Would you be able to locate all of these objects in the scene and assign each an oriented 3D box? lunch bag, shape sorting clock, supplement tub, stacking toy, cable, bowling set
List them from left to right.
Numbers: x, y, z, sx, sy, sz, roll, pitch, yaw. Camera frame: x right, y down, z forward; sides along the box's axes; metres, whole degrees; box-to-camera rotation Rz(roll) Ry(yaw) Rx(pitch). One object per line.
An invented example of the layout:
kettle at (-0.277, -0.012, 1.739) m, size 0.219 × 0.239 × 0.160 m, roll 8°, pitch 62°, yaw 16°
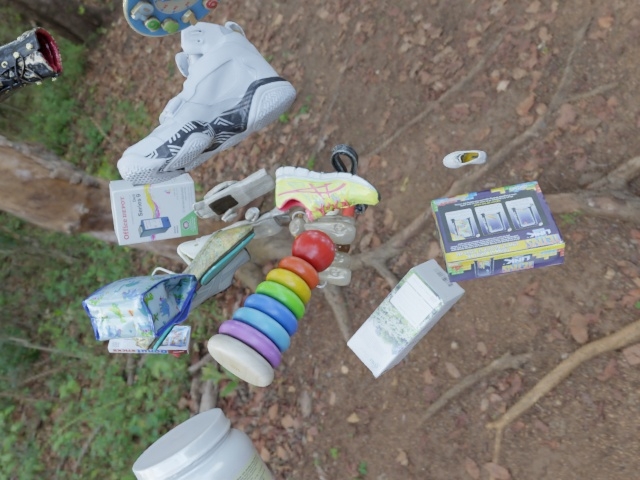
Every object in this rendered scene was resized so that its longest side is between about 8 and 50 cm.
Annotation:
lunch bag at (-0.295, 0.101, 1.083) m, size 0.128 × 0.151 × 0.096 m, roll -6°, pitch 110°, yaw 21°
shape sorting clock at (-0.205, -0.385, 0.974) m, size 0.206 × 0.206 × 0.040 m, roll -44°, pitch 75°, yaw 31°
supplement tub at (-0.197, 0.523, 1.265) m, size 0.235 × 0.235 × 0.325 m, roll -26°, pitch 96°, yaw 43°
stacking toy at (-0.075, 0.111, 1.260) m, size 0.141 × 0.141 × 0.330 m, roll -1°, pitch 49°, yaw 51°
bowling set at (0.000, 0.000, 1.533) m, size 0.200 × 0.154 × 0.287 m, roll 99°, pitch 179°, yaw -66°
cable at (0.066, -0.129, 1.641) m, size 0.287 × 0.139 × 0.072 m, roll 107°, pitch -176°, yaw -65°

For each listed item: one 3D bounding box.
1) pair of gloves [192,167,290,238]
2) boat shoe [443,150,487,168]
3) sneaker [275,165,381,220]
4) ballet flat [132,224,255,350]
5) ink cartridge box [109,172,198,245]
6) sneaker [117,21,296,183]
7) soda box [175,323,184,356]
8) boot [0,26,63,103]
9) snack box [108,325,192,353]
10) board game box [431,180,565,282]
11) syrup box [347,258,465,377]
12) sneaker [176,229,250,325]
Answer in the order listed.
pair of gloves at (-0.183, -0.064, 1.566) m, size 0.204 × 0.240 × 0.042 m, roll -20°, pitch 57°, yaw 2°
boat shoe at (0.297, -0.173, 1.354) m, size 0.100 × 0.035 × 0.035 m, roll 2°, pitch 87°, yaw 43°
sneaker at (0.010, -0.078, 1.211) m, size 0.208 × 0.081 × 0.094 m, roll 7°, pitch 75°, yaw 16°
ballet flat at (-0.287, 0.074, 1.374) m, size 0.349 × 0.123 × 0.123 m, roll -50°, pitch 36°, yaw -7°
ink cartridge box at (-0.441, -0.085, 1.711) m, size 0.093 × 0.212 × 0.155 m, roll -133°, pitch 39°, yaw -60°
sneaker at (-0.240, -0.259, 1.181) m, size 0.210 × 0.365 × 0.137 m, roll 56°, pitch 157°, yaw 1°
soda box at (-0.549, 0.270, 2.078) m, size 0.092 × 0.263 × 0.083 m, roll -60°, pitch 10°, yaw -6°
boot at (-0.811, -0.393, 1.630) m, size 0.284 × 0.138 × 0.378 m, roll -25°, pitch 38°, yaw 4°
snack box at (-0.387, 0.225, 1.469) m, size 0.022 × 0.178 × 0.064 m, roll 94°, pitch 177°, yaw -49°
board game box at (0.265, -0.015, 0.982) m, size 0.170 × 0.048 × 0.141 m, roll -10°, pitch 46°, yaw 7°
syrup box at (0.166, 0.156, 1.280) m, size 0.093 × 0.096 × 0.237 m, roll 47°, pitch 123°, yaw 19°
sneaker at (-0.273, 0.108, 1.546) m, size 0.272 × 0.108 × 0.100 m, roll -49°, pitch 27°, yaw 8°
